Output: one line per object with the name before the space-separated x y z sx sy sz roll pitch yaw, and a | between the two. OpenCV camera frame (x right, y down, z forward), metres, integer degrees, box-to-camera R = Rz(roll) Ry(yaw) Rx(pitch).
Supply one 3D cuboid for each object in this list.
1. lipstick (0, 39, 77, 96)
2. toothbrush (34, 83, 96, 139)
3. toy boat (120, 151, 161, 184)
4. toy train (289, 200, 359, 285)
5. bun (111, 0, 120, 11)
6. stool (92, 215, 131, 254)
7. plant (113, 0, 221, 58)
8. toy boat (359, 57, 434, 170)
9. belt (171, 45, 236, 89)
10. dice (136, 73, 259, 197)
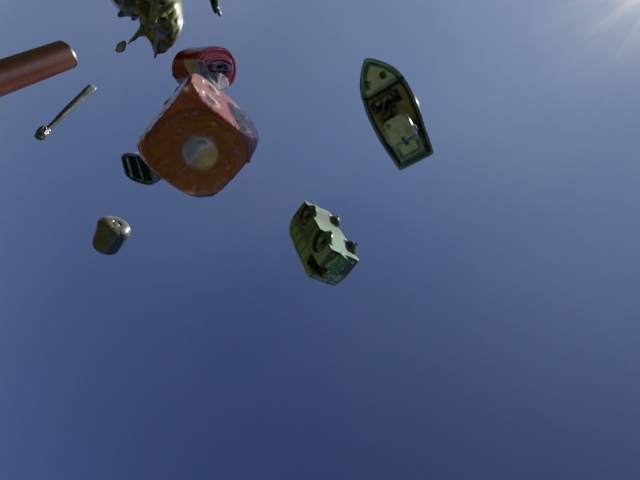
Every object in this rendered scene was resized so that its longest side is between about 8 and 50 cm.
lipstick | -0.574 -0.263 0.687 0.057 0.057 0.356 0 -142 31
toothbrush | -0.814 -0.421 1.307 0.031 0.030 0.297 -38 -153 46
toy boat | -0.524 -0.222 1.235 0.299 0.062 0.096 17 -59 45
toy train | 0.000 0.000 1.298 0.159 0.129 0.326 -51 -143 19
bun | -0.580 -0.831 1.194 0.165 0.298 0.299 -33 -121 -18
stool | -0.645 -0.014 1.248 0.110 0.096 0.096 -52 -122 28
plant | -0.409 -0.658 1.063 0.180 0.251 0.333 19 -125 1
toy boat | 0.208 -0.375 1.177 0.145 0.133 0.331 -25 -94 22
belt | -0.349 -0.532 1.260 0.124 0.201 0.127 9 -61 25
dice | -0.241 -0.209 0.808 0.175 0.174 0.179 -41 -144 20
